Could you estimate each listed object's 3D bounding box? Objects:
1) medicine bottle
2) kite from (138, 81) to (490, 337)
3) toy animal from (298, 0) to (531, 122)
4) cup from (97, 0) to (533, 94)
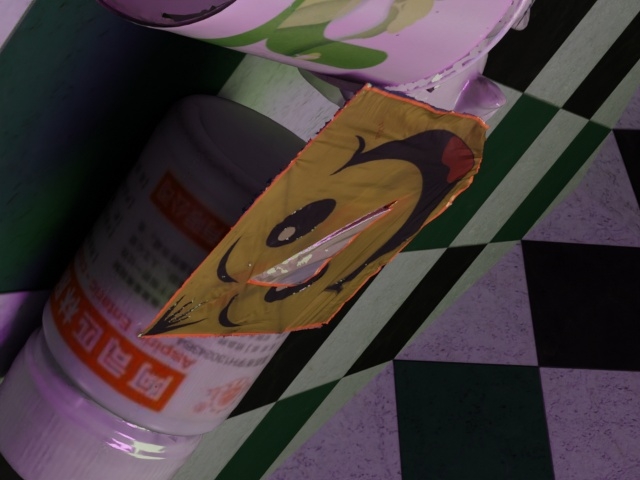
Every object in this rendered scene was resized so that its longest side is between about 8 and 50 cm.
[{"bbox_3d":[-0.141,0.065,1.224,0.371,0.211,0.211,-54,164,20],"label":"medicine bottle"},{"bbox_3d":[-0.001,-0.002,1.037,0.328,0.013,0.377,-28,157,-15],"label":"kite"},{"bbox_3d":[0.125,-0.243,1.214,0.272,0.206,0.265,-33,163,-38],"label":"toy animal"},{"bbox_3d":[-0.015,-0.224,0.836,0.253,0.253,0.274,-55,156,22],"label":"cup"}]
